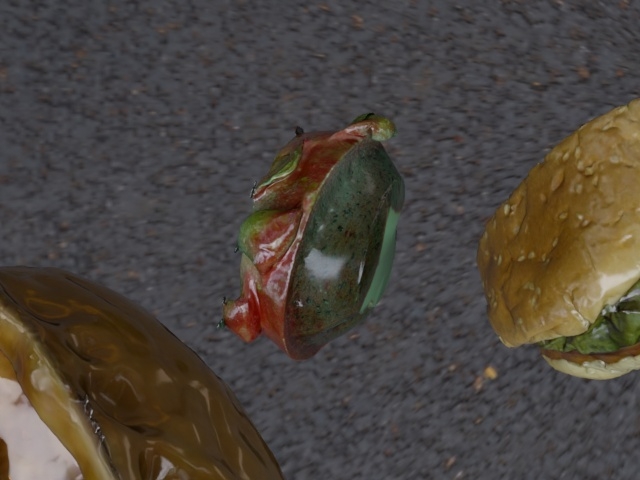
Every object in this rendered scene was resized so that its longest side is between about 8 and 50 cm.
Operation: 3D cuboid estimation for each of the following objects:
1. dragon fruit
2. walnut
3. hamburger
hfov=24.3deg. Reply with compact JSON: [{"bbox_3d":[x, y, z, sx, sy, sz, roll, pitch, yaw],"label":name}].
[{"bbox_3d":[0.000,0.000,1.532,0.130,0.295,0.268,11,107,14],"label":"dragon fruit"},{"bbox_3d":[-0.052,0.093,0.428,0.211,0.087,0.167,64,147,20],"label":"walnut"},{"bbox_3d":[0.288,0.028,1.492,0.330,0.162,0.209,-53,33,36],"label":"hamburger"}]
